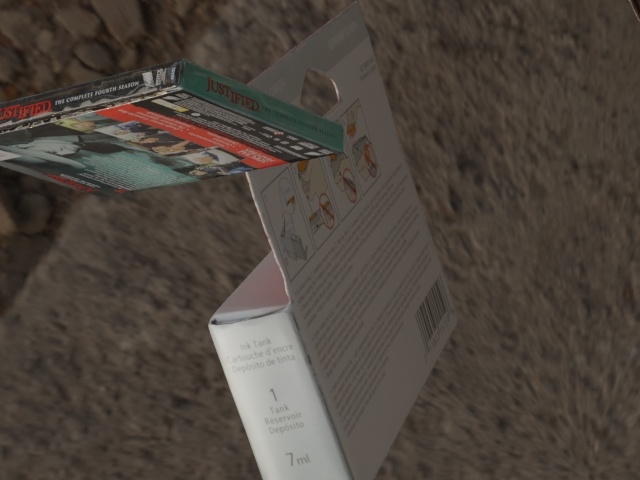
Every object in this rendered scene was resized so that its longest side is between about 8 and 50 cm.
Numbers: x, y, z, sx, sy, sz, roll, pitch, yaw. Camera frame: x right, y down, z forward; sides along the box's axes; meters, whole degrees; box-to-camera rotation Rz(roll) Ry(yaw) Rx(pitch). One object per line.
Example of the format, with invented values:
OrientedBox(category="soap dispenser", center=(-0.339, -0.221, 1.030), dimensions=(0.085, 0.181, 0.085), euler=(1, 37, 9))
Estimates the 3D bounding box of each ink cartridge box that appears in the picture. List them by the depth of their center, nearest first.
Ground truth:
OrientedBox(category="ink cartridge box", center=(0.000, 0.000, 1.018), dimensions=(0.060, 0.275, 0.239), euler=(-14, 105, 21))

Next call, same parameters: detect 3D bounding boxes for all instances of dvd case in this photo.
OrientedBox(category="dvd case", center=(-0.065, -0.037, 0.587), dimensions=(0.119, 0.087, 0.013), euler=(-10, 73, 37))

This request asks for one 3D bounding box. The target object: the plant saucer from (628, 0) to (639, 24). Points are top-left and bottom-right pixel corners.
OrientedBox(category="plant saucer", center=(0.309, -0.205, 1.285), dimensions=(0.198, 0.036, 0.199), euler=(4, 78, -19))
